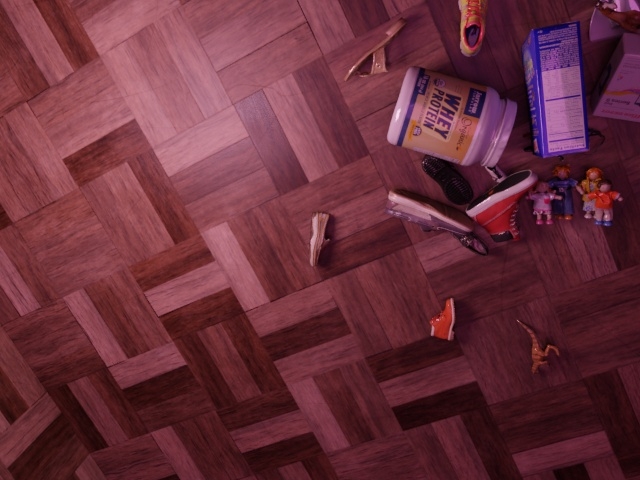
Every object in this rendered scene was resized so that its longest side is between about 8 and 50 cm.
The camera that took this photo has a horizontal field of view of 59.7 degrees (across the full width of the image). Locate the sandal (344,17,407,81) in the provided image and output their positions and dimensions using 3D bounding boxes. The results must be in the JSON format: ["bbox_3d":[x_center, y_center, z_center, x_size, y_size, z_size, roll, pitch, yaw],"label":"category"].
[{"bbox_3d":[0.178,-0.531,1.629,0.079,0.088,0.240,46,106,-1],"label":"sandal"}]

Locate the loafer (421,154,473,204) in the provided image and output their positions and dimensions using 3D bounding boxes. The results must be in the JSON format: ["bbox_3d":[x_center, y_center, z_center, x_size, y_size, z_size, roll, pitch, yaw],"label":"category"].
[{"bbox_3d":[0.394,-0.199,1.715,0.080,0.078,0.220,-33,118,27],"label":"loafer"}]

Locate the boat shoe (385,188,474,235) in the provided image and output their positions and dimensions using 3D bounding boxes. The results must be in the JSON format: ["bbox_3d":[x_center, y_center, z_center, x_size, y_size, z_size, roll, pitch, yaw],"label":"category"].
[{"bbox_3d":[0.340,-0.074,1.760,0.285,0.103,0.092,22,117,6],"label":"boat shoe"}]

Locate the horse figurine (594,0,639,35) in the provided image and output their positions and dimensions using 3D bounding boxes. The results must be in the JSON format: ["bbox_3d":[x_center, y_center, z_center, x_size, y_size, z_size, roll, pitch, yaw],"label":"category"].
[{"bbox_3d":[0.853,-0.557,1.435,0.263,0.174,0.066,-1,114,-27],"label":"horse figurine"}]

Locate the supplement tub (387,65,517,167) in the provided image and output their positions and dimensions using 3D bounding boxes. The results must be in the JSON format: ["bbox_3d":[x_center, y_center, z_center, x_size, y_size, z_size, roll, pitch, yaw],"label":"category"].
[{"bbox_3d":[0.368,-0.344,1.585,0.316,0.228,0.229,17,112,4],"label":"supplement tub"}]

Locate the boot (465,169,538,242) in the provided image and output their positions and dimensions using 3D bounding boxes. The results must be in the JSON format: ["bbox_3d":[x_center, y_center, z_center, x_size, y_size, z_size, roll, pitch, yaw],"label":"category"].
[{"bbox_3d":[0.589,-0.094,1.689,0.176,0.088,0.244,44,134,-8],"label":"boot"}]

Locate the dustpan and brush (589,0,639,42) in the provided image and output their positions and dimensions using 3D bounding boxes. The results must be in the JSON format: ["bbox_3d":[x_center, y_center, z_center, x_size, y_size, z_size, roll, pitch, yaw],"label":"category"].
[{"bbox_3d":[0.792,-0.650,1.483,0.147,0.060,0.211,-8,108,13],"label":"dustpan and brush"}]

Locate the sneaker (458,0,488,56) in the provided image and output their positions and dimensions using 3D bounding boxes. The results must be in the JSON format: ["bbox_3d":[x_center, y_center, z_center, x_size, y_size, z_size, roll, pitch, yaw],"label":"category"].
[{"bbox_3d":[0.427,-0.620,1.546,0.081,0.094,0.209,-2,108,13],"label":"sneaker"}]

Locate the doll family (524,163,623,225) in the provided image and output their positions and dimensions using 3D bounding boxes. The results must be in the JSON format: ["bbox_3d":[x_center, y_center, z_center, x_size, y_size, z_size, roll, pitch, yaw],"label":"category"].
[{"bbox_3d":[0.754,-0.143,1.661,0.262,0.118,0.163,2,117,29],"label":"doll family"}]

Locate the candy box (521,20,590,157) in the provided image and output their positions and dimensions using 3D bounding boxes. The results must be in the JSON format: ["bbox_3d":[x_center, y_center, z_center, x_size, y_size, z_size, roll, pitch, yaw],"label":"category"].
[{"bbox_3d":[0.617,-0.385,1.477,0.122,0.268,0.318,-6,99,15],"label":"candy box"}]

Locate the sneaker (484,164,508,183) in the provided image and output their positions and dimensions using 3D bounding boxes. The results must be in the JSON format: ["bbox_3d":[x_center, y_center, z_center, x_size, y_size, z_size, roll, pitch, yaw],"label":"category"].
[{"bbox_3d":[0.535,-0.206,1.702,0.109,0.044,0.040,43,109,-8],"label":"sneaker"}]

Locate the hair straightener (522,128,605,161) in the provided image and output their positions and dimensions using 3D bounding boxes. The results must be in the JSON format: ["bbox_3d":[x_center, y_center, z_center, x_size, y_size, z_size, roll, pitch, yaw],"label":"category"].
[{"bbox_3d":[0.718,-0.280,1.646,0.230,0.047,0.089,-5,109,8],"label":"hair straightener"}]

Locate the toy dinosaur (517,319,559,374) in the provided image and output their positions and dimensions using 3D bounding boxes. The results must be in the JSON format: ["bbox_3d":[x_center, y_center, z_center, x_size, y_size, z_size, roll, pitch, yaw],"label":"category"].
[{"bbox_3d":[0.730,0.363,1.858,0.112,0.064,0.212,-9,107,15],"label":"toy dinosaur"}]

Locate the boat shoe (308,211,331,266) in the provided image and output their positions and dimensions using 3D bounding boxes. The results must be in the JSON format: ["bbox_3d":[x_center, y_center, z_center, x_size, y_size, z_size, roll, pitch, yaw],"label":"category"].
[{"bbox_3d":[0.000,0.000,1.869,0.072,0.068,0.190,4,110,-3],"label":"boat shoe"}]

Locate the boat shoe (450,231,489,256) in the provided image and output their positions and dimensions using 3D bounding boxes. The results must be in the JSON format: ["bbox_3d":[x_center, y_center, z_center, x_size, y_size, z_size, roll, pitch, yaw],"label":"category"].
[{"bbox_3d":[0.477,-0.003,1.782,0.152,0.049,0.056,32,112,-1],"label":"boat shoe"}]

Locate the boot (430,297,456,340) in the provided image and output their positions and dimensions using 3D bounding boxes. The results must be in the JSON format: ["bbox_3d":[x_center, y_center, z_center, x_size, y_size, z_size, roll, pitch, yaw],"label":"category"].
[{"bbox_3d":[0.416,0.264,1.888,0.084,0.059,0.158,8,112,13],"label":"boot"}]

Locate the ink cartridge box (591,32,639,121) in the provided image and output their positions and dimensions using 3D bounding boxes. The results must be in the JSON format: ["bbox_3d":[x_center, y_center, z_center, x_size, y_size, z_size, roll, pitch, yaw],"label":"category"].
[{"bbox_3d":[0.840,-0.426,1.484,0.154,0.093,0.212,12,149,7],"label":"ink cartridge box"}]
